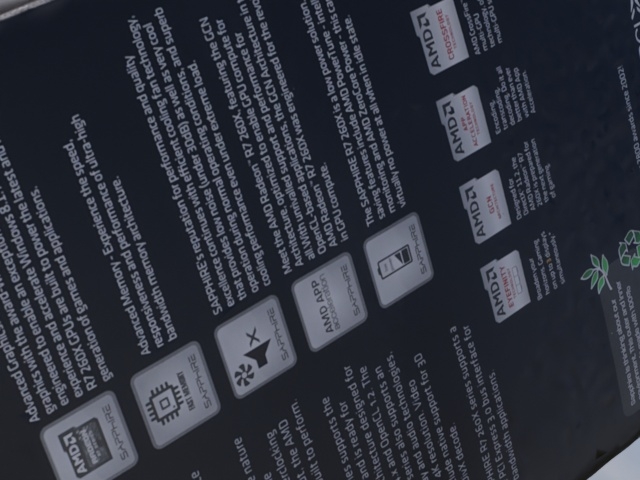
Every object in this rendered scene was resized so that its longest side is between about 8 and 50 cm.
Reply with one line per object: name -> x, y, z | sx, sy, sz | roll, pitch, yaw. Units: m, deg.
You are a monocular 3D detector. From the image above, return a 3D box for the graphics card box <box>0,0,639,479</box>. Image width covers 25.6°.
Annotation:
graphics card box -> 0.000, 0.000, 0.455 | 0.094, 0.371, 0.232 | 11, -55, 52
